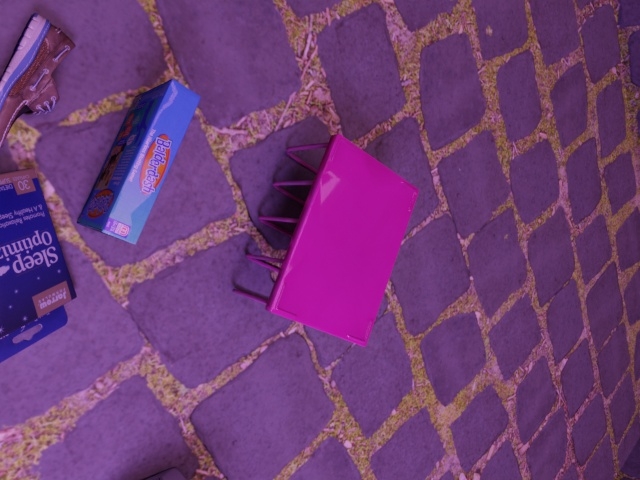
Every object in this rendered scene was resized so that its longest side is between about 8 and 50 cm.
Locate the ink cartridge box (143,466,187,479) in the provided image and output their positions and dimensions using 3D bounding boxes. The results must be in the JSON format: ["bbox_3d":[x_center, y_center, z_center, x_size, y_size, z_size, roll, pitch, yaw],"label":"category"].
[{"bbox_3d":[-0.209,0.555,0.707,0.130,0.271,0.310,-8,101,-35],"label":"ink cartridge box"}]

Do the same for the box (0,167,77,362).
[{"bbox_3d":[-0.390,0.030,0.614,0.136,0.036,0.225,-46,129,-66],"label":"box"}]

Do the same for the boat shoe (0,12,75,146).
[{"bbox_3d":[-0.372,-0.196,0.624,0.066,0.066,0.183,26,80,-37],"label":"boat shoe"}]

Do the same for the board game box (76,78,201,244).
[{"bbox_3d":[-0.253,-0.106,0.665,0.047,0.160,0.210,28,80,-36],"label":"board game box"}]

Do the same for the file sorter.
[{"bbox_3d":[0.000,0.000,0.851,0.202,0.182,0.291,27,78,-34],"label":"file sorter"}]
